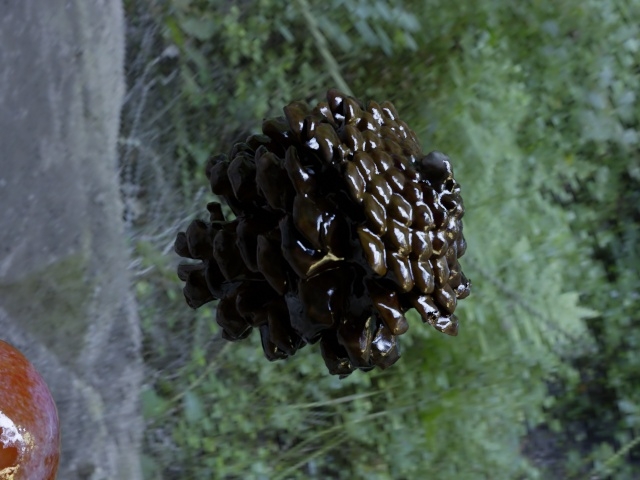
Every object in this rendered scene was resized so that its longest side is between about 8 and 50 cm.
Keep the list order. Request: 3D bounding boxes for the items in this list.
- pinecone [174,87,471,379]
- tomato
[{"bbox_3d":[0.000,0.000,0.844,0.173,0.173,0.173,5,76,-23],"label":"pinecone"},{"bbox_3d":[-0.314,0.164,1.195,0.232,0.232,0.188,-31,75,-27],"label":"tomato"}]
